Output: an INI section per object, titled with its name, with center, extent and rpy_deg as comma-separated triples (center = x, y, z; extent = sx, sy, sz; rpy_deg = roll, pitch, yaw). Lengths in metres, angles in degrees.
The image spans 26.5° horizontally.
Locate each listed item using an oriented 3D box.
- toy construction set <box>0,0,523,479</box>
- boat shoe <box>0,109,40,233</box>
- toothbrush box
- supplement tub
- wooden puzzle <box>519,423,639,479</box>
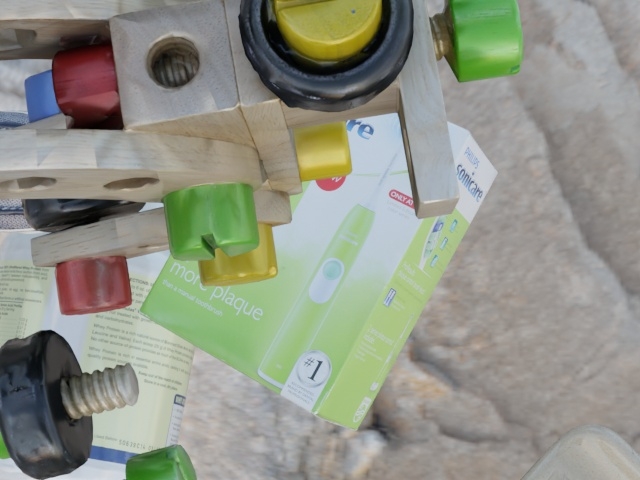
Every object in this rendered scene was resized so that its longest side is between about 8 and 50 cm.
[toy construction set]
center = -0.044, -0.081, 0.558
extent = 0.237, 0.257, 0.309
rpy_deg = -14, 56, 7
[boat shoe]
center = -0.356, -0.062, 1.263
extent = 0.340, 0.158, 0.127
rpy_deg = 1, 98, -2
[toothbrush box]
center = 0.000, 0.000, 1.254
extent = 0.206, 0.122, 0.283
rpy_deg = 28, 85, 24
[supplement tub]
center = -0.256, 0.113, 1.505
extent = 0.235, 0.235, 0.325
rpy_deg = 13, 79, -17
[wooden puzzle]
center = 0.129, 0.245, 0.655
extent = 0.221, 0.044, 0.238
rpy_deg = 45, 71, 6
